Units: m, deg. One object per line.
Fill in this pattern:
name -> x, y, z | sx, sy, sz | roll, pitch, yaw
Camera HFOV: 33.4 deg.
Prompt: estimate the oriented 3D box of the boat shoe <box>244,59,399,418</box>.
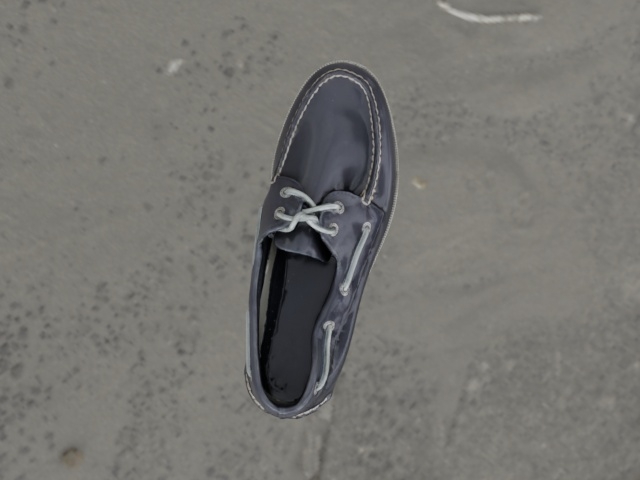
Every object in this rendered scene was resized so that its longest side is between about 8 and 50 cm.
boat shoe -> 0.000, 0.000, 0.589 | 0.065, 0.075, 0.206 | -39, 141, -87
